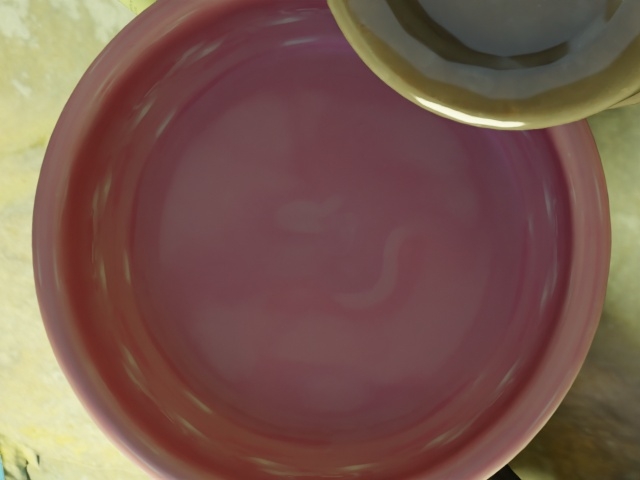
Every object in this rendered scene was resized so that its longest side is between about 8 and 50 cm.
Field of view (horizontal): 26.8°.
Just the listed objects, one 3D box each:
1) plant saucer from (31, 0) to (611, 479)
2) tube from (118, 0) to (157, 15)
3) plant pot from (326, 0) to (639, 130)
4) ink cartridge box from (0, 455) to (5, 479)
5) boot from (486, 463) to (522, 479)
[{"bbox_3d":[0.000,0.000,0.791,0.332,0.084,0.332,-1,86,8],"label":"plant saucer"},{"bbox_3d":[-0.147,-0.200,0.871,0.240,0.062,0.070,36,150,7],"label":"tube"},{"bbox_3d":[0.100,-0.153,0.583,0.263,0.229,0.263,7,118,13],"label":"plant pot"},{"bbox_3d":[-0.421,0.309,1.336,0.223,0.129,0.307,15,125,26],"label":"ink cartridge box"},{"bbox_3d":[0.040,0.239,0.961,0.445,0.146,0.367,40,135,8],"label":"boot"}]
